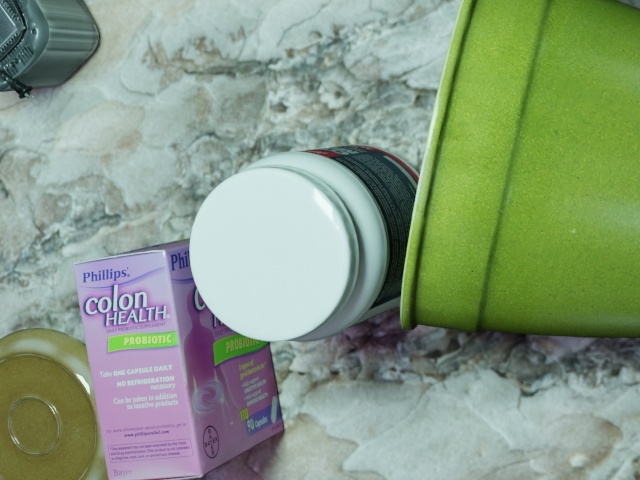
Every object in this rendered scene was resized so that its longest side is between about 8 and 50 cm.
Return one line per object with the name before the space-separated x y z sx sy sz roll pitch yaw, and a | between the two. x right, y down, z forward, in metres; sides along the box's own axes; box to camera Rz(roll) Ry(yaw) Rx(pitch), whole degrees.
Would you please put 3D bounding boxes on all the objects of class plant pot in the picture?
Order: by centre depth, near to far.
plant pot | 0.287 -0.058 1.350 0.353 0.366 0.366 12 101 9
plant pot | -0.349 0.227 1.787 0.236 0.032 0.236 2 97 21

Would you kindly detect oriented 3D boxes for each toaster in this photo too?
toaster | -0.356 -0.261 1.671 0.129 0.146 0.227 -42 80 22

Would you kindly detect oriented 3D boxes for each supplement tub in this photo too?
supplement tub | 0.000 0.000 1.489 0.191 0.272 0.191 2 97 22

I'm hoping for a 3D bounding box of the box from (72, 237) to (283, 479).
box | -0.151 0.123 1.596 0.117 0.213 0.242 -9 92 23
